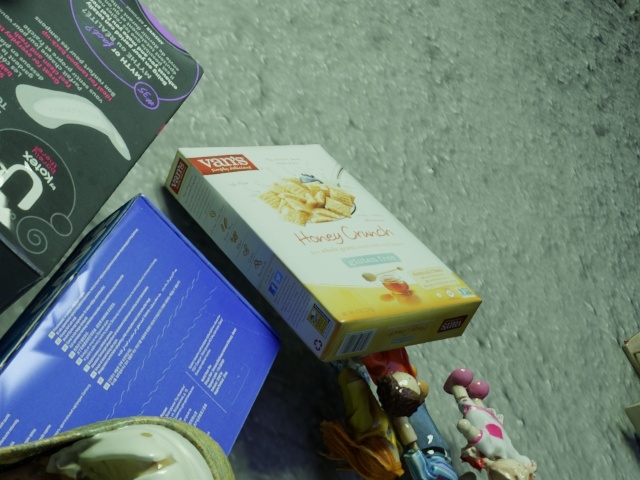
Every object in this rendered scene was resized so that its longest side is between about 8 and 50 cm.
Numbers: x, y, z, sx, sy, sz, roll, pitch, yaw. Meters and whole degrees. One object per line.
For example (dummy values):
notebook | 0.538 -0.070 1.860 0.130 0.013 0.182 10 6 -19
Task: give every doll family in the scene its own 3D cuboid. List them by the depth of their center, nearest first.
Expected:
doll family | 0.080 0.172 0.948 0.263 0.118 0.163 39 20 -34

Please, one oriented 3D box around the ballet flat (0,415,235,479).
ballet flat | -0.133 0.148 0.533 0.348 0.123 0.123 -2 65 -53

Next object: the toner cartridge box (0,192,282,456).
toner cartridge box | -0.152 0.129 0.698 0.165 0.075 0.348 47 34 -14

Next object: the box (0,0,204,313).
box | -0.219 -0.075 0.712 0.165 0.143 0.270 46 34 -15

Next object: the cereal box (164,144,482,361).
cereal box | 0.000 0.000 0.914 0.173 0.047 0.240 -6 42 -44

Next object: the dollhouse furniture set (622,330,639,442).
dollhouse furniture set | 0.450 0.192 1.425 0.184 0.129 0.129 -27 85 -27
